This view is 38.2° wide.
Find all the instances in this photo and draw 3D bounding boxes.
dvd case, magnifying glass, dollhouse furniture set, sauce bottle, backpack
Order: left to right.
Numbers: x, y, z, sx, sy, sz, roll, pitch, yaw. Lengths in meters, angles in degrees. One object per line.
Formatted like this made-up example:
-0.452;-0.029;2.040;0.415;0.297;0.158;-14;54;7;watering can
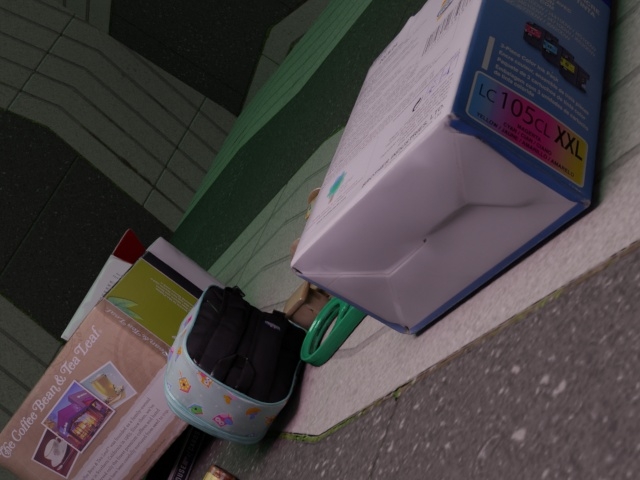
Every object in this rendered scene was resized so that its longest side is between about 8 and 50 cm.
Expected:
-0.245;0.372;1.481;0.179;0.029;0.238;-46;17;46;dvd case
-0.150;0.346;1.156;0.128;0.042;0.042;-60;13;-8;sauce bottle
-0.114;0.165;1.158;0.144;0.166;0.188;-55;10;20;backpack
0.000;0.000;1.254;0.161;0.101;0.182;-48;16;39;dollhouse furniture set
0.040;0.083;1.097;0.231;0.026;0.092;-46;17;50;magnifying glass

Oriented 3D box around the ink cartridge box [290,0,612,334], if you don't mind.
0.143;-0.140;0.927;0.270;0.151;0.395;-44;21;47;ink cartridge box

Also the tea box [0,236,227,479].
-0.308;0.220;1.491;0.329;0.220;0.323;-50;5;21;tea box

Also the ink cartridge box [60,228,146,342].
-0.393;0.163;2.011;0.272;0.130;0.309;-63;-15;-18;ink cartridge box
